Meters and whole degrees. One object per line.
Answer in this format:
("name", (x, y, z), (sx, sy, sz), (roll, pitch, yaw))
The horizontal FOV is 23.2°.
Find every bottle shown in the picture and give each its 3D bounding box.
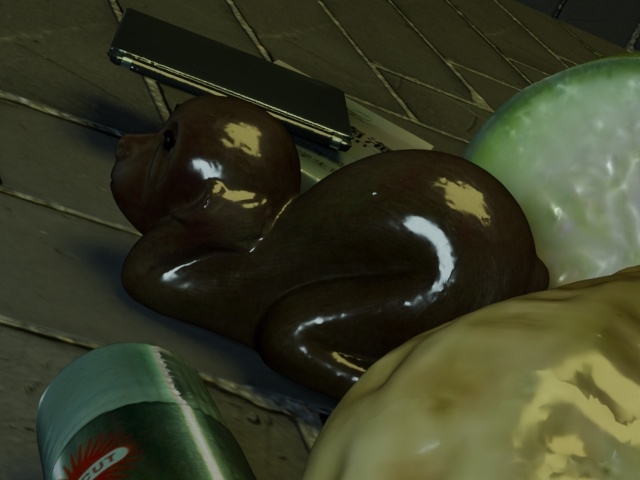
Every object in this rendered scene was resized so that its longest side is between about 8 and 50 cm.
("bottle", (-0.050, 0.120, 0.553), (0.082, 0.082, 0.286), (20, 10, -20))

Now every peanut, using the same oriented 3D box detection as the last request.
("peanut", (0.154, 0.103, 0.656), (0.387, 0.169, 0.192), (-10, 70, -42))

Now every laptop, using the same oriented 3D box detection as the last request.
("laptop", (-0.063, -0.117, 1.123), (0.180, 0.016, 0.129), (21, 19, -10))

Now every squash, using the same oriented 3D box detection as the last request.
("squash", (0.260, -0.003, 1.087), (0.263, 0.263, 0.384), (34, 19, 19))

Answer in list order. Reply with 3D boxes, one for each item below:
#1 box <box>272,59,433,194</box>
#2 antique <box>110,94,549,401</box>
("box", (-0.012, -0.057, 1.160), (0.155, 0.067, 0.243), (31, 19, 6))
("antique", (0.000, 0.000, 0.886), (0.257, 0.143, 0.121), (23, 18, 19))
